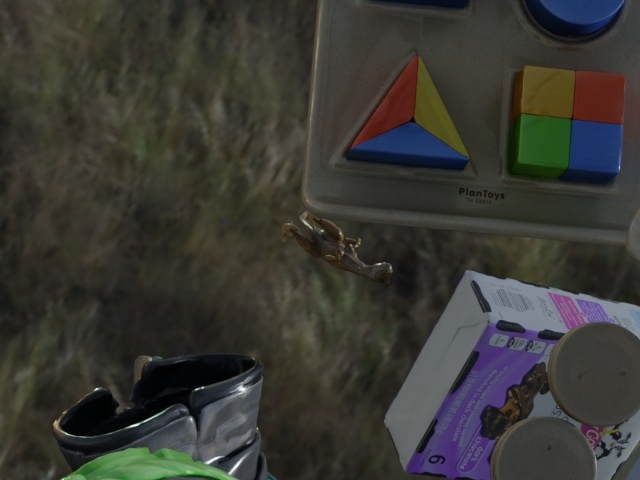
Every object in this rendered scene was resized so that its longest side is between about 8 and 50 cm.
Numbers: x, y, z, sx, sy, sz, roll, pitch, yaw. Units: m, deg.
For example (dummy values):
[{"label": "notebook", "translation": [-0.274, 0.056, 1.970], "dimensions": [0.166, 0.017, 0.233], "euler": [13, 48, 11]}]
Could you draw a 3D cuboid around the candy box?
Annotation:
[{"label": "candy box", "translation": [0.178, 0.123, 1.362], "dimensions": [0.196, 0.165, 0.070], "euler": [11, 33, -24]}]

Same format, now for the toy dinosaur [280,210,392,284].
[{"label": "toy dinosaur", "translation": [0.000, 0.000, 1.960], "dimensions": [0.112, 0.064, 0.211], "euler": [40, 0, -44]}]

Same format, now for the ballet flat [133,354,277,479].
[{"label": "ballet flat", "translation": [-0.115, 0.229, 1.588], "dimensions": [0.106, 0.107, 0.316], "euler": [-32, 53, -24]}]

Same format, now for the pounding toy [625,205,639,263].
[{"label": "pounding toy", "translation": [0.278, 0.021, 1.053], "dimensions": [0.155, 0.154, 0.269], "euler": [9, 68, -73]}]

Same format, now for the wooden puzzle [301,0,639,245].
[{"label": "wooden puzzle", "translation": [0.155, -0.178, 1.519], "dimensions": [0.322, 0.080, 0.348], "euler": [5, 76, -2]}]

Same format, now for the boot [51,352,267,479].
[{"label": "boot", "translation": [-0.050, 0.185, 1.208], "dimensions": [0.118, 0.222, 0.338], "euler": [7, 13, 32]}]

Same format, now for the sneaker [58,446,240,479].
[{"label": "sneaker", "translation": [-0.040, 0.234, 0.841], "dimensions": [0.202, 0.185, 0.483], "euler": [46, 18, 31]}]

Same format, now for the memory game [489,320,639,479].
[{"label": "memory game", "translation": [0.145, 0.105, 0.575], "dimensions": [0.186, 0.186, 0.012], "euler": [27, -7, -7]}]
